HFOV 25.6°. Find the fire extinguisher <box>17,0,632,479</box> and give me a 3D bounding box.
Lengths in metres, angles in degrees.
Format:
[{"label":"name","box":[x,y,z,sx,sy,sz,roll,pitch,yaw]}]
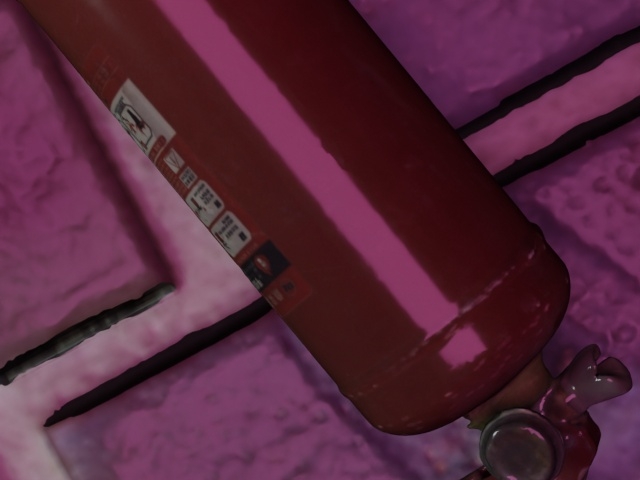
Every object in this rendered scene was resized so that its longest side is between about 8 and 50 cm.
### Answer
[{"label":"fire extinguisher","box":[0.000,0.000,0.575,0.147,0.106,0.337,-38,91,28]}]
